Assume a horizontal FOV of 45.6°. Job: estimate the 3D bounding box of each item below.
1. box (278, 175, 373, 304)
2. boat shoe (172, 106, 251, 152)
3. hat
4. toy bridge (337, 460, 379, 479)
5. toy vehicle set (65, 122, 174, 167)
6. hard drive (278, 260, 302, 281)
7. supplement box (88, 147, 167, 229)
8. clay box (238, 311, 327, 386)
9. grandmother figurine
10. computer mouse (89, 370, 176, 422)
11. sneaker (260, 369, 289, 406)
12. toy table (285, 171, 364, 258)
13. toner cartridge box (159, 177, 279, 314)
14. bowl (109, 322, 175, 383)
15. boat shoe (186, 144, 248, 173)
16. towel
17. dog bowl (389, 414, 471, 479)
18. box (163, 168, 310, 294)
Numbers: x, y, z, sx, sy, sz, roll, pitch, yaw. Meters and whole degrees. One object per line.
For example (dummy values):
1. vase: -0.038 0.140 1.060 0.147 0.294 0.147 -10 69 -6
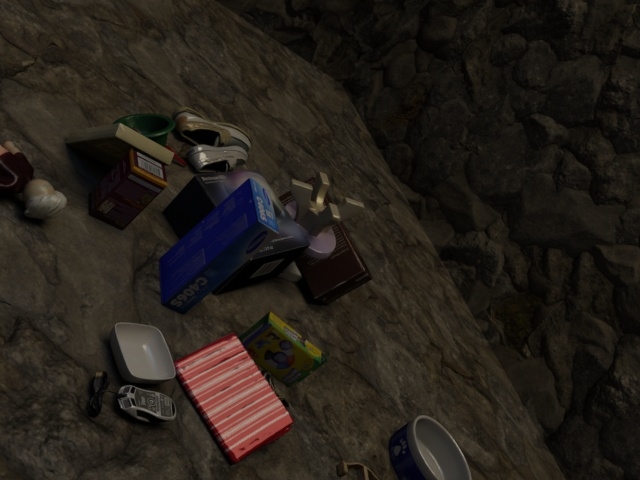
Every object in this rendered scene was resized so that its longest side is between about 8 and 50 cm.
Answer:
1. box: 0.000 0.000 2.530 0.382 0.191 0.143 64 9 22
2. boat shoe: -0.362 -0.344 2.577 0.302 0.113 0.103 17 39 -35
3. hat: -0.510 -0.266 2.283 0.208 0.184 0.173 -2 32 -9
4. toy bridge: 0.115 0.632 2.035 0.188 0.026 0.063 37 25 -29
5. toy vehicle set: -0.519 -0.238 1.962 0.166 0.266 0.035 30 71 -41
6. hard drive: -0.182 -0.015 2.474 0.203 0.040 0.308 22 36 -49
7. supplement box: -0.482 -0.126 1.900 0.104 0.188 0.081 29 31 -40
8. clay box: -0.097 0.300 2.027 0.222 0.127 0.053 41 25 -20
9. grandmother figurine: -0.710 -0.171 1.676 0.342 0.104 0.208 42 32 -12
10. computer mouse: -0.385 0.336 1.560 0.193 0.042 0.106 28 26 -31
11. sneaker: -0.115 0.403 1.897 0.067 0.078 0.188 30 29 -40
12. toy table: -0.010 -0.085 2.336 0.252 0.161 0.274 11 33 -33
13. toner cartridge box: -0.258 0.017 1.885 0.075 0.347 0.165 32 29 -38
14. bowl: -0.393 0.253 1.653 0.142 0.053 0.142 16 39 -53
15. boat shoe: -0.327 -0.259 2.518 0.267 0.096 0.088 0 57 -60
16. towel: -0.204 0.365 1.782 0.198 0.031 0.275 -23 72 -43
17. dog bowl: 0.329 0.664 2.276 0.265 0.104 0.265 40 24 -22
18. box: -0.236 -0.036 2.183 0.294 0.182 0.296 54 31 13
